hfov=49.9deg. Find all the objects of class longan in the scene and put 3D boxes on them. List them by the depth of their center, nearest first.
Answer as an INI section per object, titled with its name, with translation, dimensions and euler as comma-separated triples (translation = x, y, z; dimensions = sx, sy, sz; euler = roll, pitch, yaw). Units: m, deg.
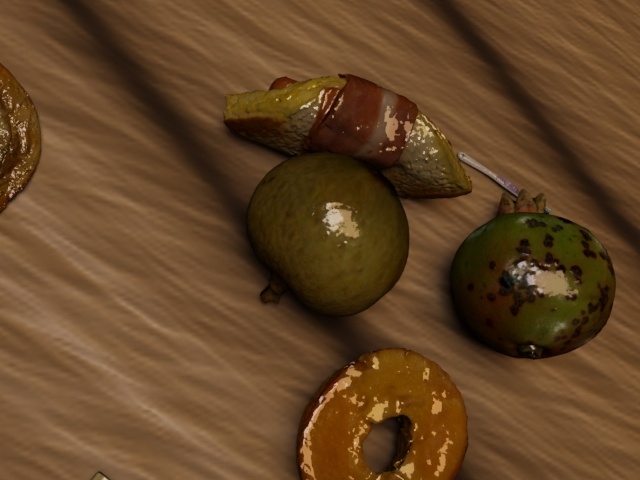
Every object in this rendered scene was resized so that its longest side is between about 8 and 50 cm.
[longan]
translation = 0.000, 0.000, 0.652
dimensions = 0.176, 0.145, 0.155
euler = -39, 62, 16

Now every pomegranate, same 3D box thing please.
[pomegranate]
translation = 0.216, 0.030, 0.711
dimensions = 0.159, 0.159, 0.205
euler = 20, 45, -13

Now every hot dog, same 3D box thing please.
[hot dog]
translation = 0.035, -0.118, 0.697
dimensions = 0.261, 0.123, 0.093
euler = 18, 80, -18

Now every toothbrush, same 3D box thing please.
[toothbrush]
translation = 0.214, -0.066, 0.803
dimensions = 0.131, 0.013, 0.011
euler = 31, 63, -6

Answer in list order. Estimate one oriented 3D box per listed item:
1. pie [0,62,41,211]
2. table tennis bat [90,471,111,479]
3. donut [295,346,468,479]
[pie]
translation = -0.305, -0.078, 0.618
dimensions = 0.092, 0.034, 0.170
euler = 37, 62, -28
[table tennis bat]
translation = -0.231, 0.261, 0.568
dimensions = 0.087, 0.013, 0.156
euler = 42, 68, -3
[donut]
translation = 0.054, 0.189, 0.656
dimensions = 0.178, 0.065, 0.162
euler = -38, 95, -24
